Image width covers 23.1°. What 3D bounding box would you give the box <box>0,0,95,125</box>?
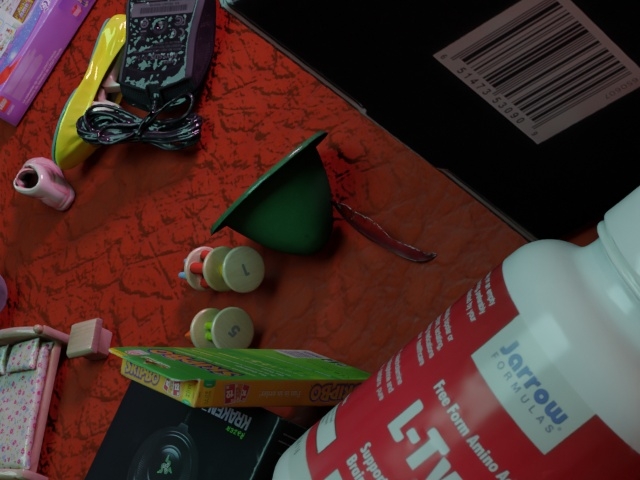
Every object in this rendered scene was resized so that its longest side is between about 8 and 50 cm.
[{"bbox_3d":[-0.431,-0.331,2.311,0.293,0.057,0.201,-57,40,1],"label":"box"}]

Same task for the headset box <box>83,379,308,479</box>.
[{"bbox_3d":[-0.131,0.291,1.586,0.246,0.131,0.283,19,81,49],"label":"headset box"}]

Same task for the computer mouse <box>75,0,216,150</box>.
[{"bbox_3d":[-0.201,-0.239,2.016,0.188,0.072,0.272,4,76,27],"label":"computer mouse"}]

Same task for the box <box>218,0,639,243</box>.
[{"bbox_3d":[0.152,-0.332,1.418,0.297,0.480,0.472,-30,49,27],"label":"box"}]

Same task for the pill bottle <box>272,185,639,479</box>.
[{"bbox_3d":[0.172,0.149,1.298,0.407,0.229,0.229,-43,43,18],"label":"pill bottle"}]

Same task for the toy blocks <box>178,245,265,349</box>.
[{"bbox_3d":[-0.126,0.067,1.774,0.148,0.054,0.123,-2,76,60],"label":"toy blocks"}]

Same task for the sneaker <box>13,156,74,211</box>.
[{"bbox_3d":[-0.387,-0.088,2.113,0.051,0.070,0.134,-57,40,5],"label":"sneaker"}]

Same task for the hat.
[{"bbox_3d":[0.000,0.000,1.713,0.173,0.183,0.208,-42,0,4],"label":"hat"}]

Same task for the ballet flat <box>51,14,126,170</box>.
[{"bbox_3d":[-0.284,-0.196,2.080,0.077,0.077,0.231,13,73,24],"label":"ballet flat"}]

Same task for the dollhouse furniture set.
[{"bbox_3d":[-0.452,0.244,1.899,0.355,0.174,0.303,-17,56,38],"label":"dollhouse furniture set"}]

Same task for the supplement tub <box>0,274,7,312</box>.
[{"bbox_3d":[-0.505,0.069,2.108,0.198,0.106,0.106,0,67,44],"label":"supplement tub"}]

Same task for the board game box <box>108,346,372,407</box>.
[{"bbox_3d":[-0.072,0.133,1.531,0.124,0.259,0.039,16,96,48],"label":"board game box"}]
